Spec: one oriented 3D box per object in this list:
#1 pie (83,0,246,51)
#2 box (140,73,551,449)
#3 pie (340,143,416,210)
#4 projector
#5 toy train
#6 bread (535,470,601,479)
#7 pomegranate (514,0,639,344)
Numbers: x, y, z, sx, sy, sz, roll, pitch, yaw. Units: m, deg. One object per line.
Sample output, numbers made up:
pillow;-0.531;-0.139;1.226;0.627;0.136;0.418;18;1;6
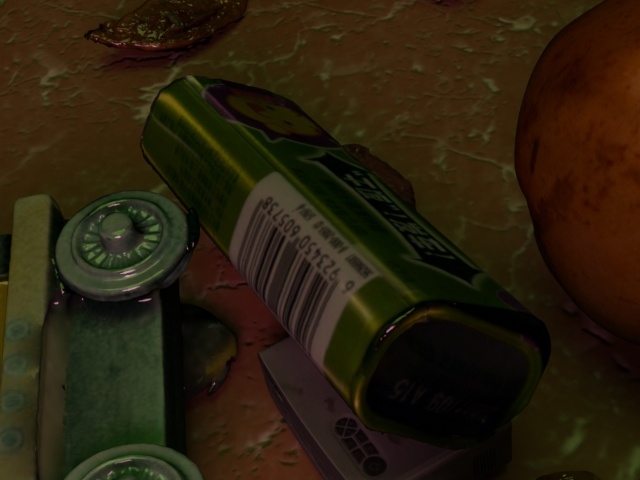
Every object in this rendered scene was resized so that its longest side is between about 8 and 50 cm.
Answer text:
pie;-0.134;-0.220;1.169;0.088;0.033;0.191;32;53;24
box;0.000;0.000;0.794;0.134;0.097;0.345;9;23;-36
pie;0.006;-0.022;0.949;0.154;0.038;0.153;-6;44;6
projector;0.042;0.112;0.799;0.115;0.061;0.147;-28;48;-14
toy train;-0.181;0.127;0.758;0.253;0.160;0.397;-10;47;1
bread;0.157;0.183;0.729;0.047;0.036;0.083;-11;47;12
pomegranate;0.261;-0.046;0.777;0.264;0.264;0.264;-5;46;6
